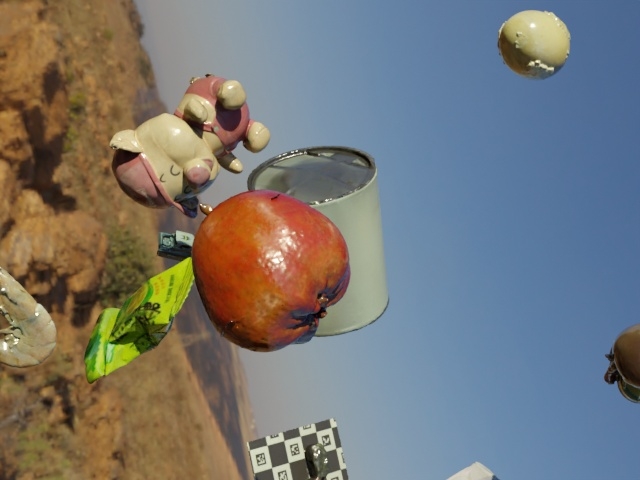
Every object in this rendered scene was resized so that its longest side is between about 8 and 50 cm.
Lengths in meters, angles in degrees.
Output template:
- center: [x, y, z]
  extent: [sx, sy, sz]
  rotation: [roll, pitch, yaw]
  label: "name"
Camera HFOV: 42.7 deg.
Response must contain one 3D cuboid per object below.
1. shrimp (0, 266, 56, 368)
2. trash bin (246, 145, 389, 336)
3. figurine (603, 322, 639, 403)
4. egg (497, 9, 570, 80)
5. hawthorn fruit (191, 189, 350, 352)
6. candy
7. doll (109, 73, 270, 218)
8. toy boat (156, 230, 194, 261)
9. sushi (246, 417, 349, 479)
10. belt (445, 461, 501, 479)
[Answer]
- center: [-0.632, 0.147, 1.610]
  extent: [0.254, 0.145, 0.059]
  rotation: [50, -3, -20]
  label: "shrimp"
- center: [0.000, 0.000, 1.410]
  extent: [0.277, 0.217, 0.263]
  rotation: [-46, 137, -48]
  label: "trash bin"
- center: [0.697, 0.259, 1.749]
  extent: [0.275, 0.161, 0.158]
  rotation: [53, 21, -70]
  label: "figurine"
- center: [0.510, -0.467, 1.953]
  extent: [0.201, 0.164, 0.164]
  rotation: [17, 46, -47]
  label: "egg"
- center: [-0.069, 0.022, 0.950]
  extent: [0.202, 0.185, 0.185]
  rotation: [46, -18, 16]
  label: "hawthorn fruit"
- center: [-0.274, 0.122, 1.290]
  extent: [0.069, 0.246, 0.149]
  rotation: [36, 34, -27]
  label: "candy"
- center: [-0.215, -0.150, 1.350]
  extent: [0.196, 0.256, 0.152]
  rotation: [53, -10, -23]
  label: "doll"
- center: [-0.272, 0.018, 1.724]
  extent: [0.055, 0.141, 0.060]
  rotation: [-100, -151, -46]
  label: "toy boat"
- center: [-0.021, 0.701, 2.294]
  extent: [0.064, 0.343, 0.360]
  rotation: [-24, -105, 44]
  label: "sushi"
- center: [0.348, 0.744, 2.181]
  extent: [0.117, 0.346, 0.213]
  rotation: [38, -30, 40]
  label: "belt"
